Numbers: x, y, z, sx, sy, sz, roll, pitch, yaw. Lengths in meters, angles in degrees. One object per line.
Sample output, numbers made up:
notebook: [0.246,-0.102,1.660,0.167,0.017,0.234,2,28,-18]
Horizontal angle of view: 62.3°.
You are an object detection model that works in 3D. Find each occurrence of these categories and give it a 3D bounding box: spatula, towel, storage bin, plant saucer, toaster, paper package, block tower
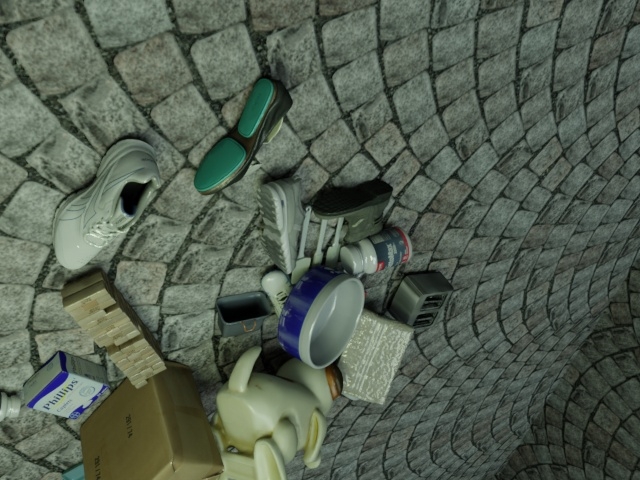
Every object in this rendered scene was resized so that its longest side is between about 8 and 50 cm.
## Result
spatula: [0.000,0.000,1.388,0.168,0.019,0.242,-16,133,-33]
towel: [0.155,0.357,1.624,0.187,0.049,0.282,20,102,-3]
storage bin: [-0.206,0.206,1.393,0.135,0.098,0.091,-9,140,-28]
plant saucer: [-0.634,0.631,1.513,0.192,0.018,0.067,-26,136,-14]
toaster: [0.319,0.192,1.712,0.186,0.110,0.168,-2,125,-32]
paper package: [-0.436,0.520,1.330,0.309,0.325,0.168,-46,136,9]
block tower: [-0.462,0.205,1.216,0.097,0.091,0.335,-26,136,-12]

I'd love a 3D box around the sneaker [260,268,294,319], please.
sneaker: [-0.093,0.165,1.433,0.085,0.086,0.237,-30,135,-7]

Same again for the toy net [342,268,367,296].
toy net: [0.106,0.148,1.579,0.122,0.045,0.232,-6,128,-30]

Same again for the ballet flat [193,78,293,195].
ballet flat: [-0.147,-0.198,1.091,0.280,0.095,0.096,-51,148,13]

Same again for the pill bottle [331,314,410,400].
pill bottle: [0.158,0.380,1.731,0.264,0.153,0.153,-47,136,9]

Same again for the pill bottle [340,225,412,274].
pill bottle: [0.152,0.033,1.468,0.180,0.108,0.107,-17,133,-21]

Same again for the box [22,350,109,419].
box: [-0.600,0.345,1.255,0.126,0.072,0.137,-44,136,5]

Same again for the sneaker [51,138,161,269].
sneaker: [-0.411,-0.054,1.006,0.111,0.129,0.297,24,111,-46]

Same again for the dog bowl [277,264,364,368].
dog bowl: [0.006,0.204,1.430,0.265,0.104,0.264,-38,139,-42]

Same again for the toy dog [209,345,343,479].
toy dog: [-0.117,0.463,1.491,0.285,0.395,0.408,-13,-179,34]

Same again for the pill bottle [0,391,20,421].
pill bottle: [-0.745,0.374,1.186,0.120,0.067,0.067,12,118,-39]

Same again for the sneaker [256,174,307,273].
sneaker: [-0.073,-0.031,1.269,0.115,0.105,0.281,-32,145,-28]

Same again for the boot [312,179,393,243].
boot: [0.082,-0.052,1.357,0.247,0.083,0.161,-18,136,-32]
